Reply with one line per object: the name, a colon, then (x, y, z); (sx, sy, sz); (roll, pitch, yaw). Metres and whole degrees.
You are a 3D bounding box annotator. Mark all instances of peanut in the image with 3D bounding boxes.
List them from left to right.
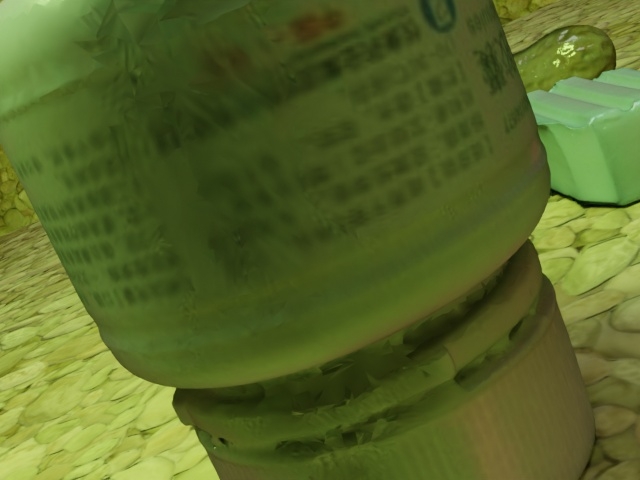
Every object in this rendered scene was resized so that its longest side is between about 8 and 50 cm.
peanut: (0.303, -0.222, 1.242); (0.236, 0.110, 0.120); (-18, 35, 48)

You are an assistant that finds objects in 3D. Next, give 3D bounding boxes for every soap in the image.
soap: (0.274, -0.106, 0.884); (0.145, 0.091, 0.230); (-20, 14, 1)

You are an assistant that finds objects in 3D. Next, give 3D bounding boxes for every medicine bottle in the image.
medicine bottle: (-0.002, -0.009, 0.480); (0.256, 0.324, 0.256); (-23, 13, 6)
